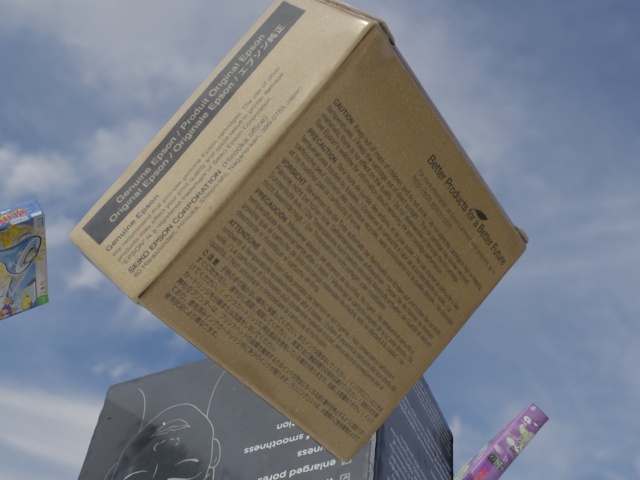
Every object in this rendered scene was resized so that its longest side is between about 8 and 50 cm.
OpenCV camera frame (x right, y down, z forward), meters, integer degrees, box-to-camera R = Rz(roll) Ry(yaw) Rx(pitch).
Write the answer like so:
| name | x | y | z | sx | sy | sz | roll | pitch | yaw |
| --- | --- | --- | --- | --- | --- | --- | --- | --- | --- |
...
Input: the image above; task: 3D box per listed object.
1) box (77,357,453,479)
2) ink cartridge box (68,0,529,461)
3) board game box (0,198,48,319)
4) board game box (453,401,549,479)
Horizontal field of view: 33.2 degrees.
| name | x | y | z | sx | sy | sz | roll | pitch | yaw |
| --- | --- | --- | --- | --- | --- | --- | --- | --- | --- |
| box | -0.083 | 0.403 | 1.472 | 0.479 | 0.472 | 0.297 | -17 | -58 | 19 |
| ink cartridge box | 0.000 | 0.000 | 0.645 | 0.088 | 0.193 | 0.235 | 34 | -9 | 44 |
| board game box | -0.457 | 0.039 | 1.521 | 0.035 | 0.136 | 0.201 | 52 | -31 | 29 |
| board game box | 0.237 | 0.409 | 1.765 | 0.056 | 0.347 | 0.208 | 49 | -53 | 9 |
